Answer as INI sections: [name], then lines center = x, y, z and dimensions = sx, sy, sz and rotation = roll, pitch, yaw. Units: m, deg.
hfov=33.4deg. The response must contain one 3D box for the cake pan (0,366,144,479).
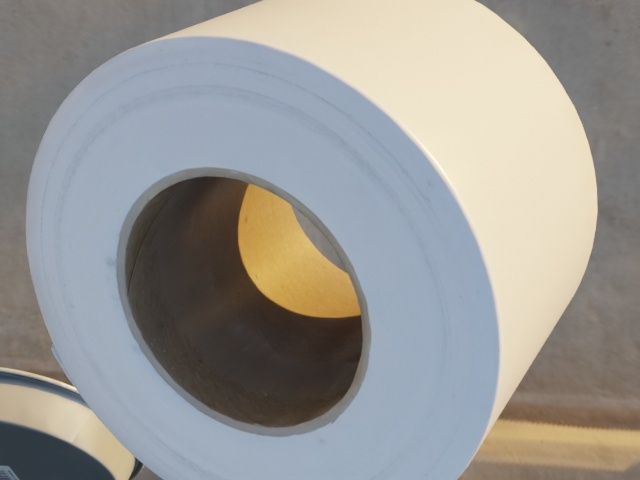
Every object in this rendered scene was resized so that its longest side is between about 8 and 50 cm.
[cake pan]
center = -0.345, 0.239, 1.194
dimensions = 0.293, 0.293, 0.054
rotation = 6, 52, 2

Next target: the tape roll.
[tape roll]
center = 0.000, 0.000, 0.539
dimensions = 0.246, 0.169, 0.246
rotation = 11, 116, 23
